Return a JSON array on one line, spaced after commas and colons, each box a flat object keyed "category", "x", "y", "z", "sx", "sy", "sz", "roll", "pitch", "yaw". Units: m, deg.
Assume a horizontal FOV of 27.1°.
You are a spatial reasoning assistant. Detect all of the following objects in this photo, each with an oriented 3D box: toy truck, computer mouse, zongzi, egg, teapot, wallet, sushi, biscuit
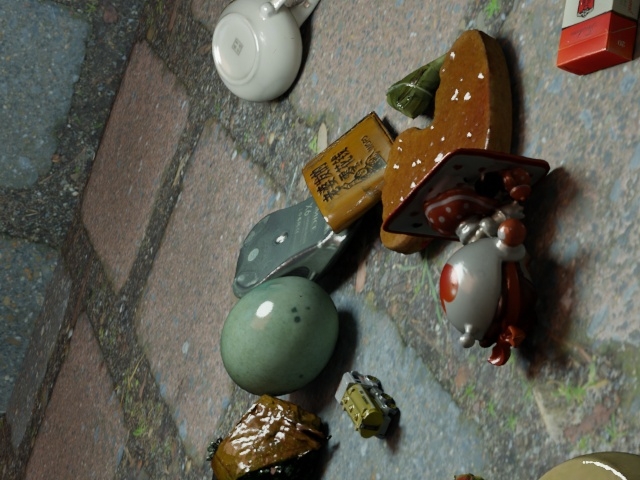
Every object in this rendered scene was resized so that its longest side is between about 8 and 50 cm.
[{"category": "toy truck", "x": 0.061, "y": 0.230, "z": 1.854, "sx": 0.052, "sy": 0.063, "sz": 0.123, "roll": -68, "pitch": 25, "yaw": 16}, {"category": "computer mouse", "x": 0.000, "y": 0.000, "z": 2.104, "sx": 0.379, "sy": 0.090, "sz": 0.167, "roll": -28, "pitch": 38, "yaw": 38}, {"category": "zongzi", "x": 0.147, "y": -0.240, "z": 1.974, "sx": 0.113, "sy": 0.052, "sz": 0.104, "roll": -58, "pitch": 20, "yaw": 6}, {"category": "egg", "x": -0.065, "y": 0.150, "z": 2.044, "sx": 0.236, "sy": 0.169, "sz": 0.169, "roll": -44, "pitch": 38, "yaw": 45}, {"category": "teapot", "x": -0.106, "y": -0.370, "z": 2.493, "sx": 0.298, "sy": 0.139, "sz": 0.204, "roll": -49, "pitch": 62, "yaw": 40}, {"category": "wallet", "x": 0.051, "y": -0.105, "z": 2.028, "sx": 0.161, "sy": 0.042, "sz": 0.195, "roll": -40, "pitch": 30, "yaw": 9}, {"category": "sushi", "x": -0.093, "y": 0.351, "z": 2.042, "sx": 0.287, "sy": 0.140, "sz": 0.149, "roll": -55, "pitch": -7, "yaw": 37}, {"category": "biscuit", "x": 0.174, "y": -0.133, "z": 1.836, "sx": 0.277, "sy": 0.052, "sz": 0.262, "roll": -43, "pitch": 39, "yaw": 45}]

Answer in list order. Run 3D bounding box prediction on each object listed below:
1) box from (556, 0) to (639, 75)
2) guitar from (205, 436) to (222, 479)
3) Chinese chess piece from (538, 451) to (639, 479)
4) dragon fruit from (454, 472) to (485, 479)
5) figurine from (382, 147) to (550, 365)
[{"category": "box", "x": 0.337, "y": -0.282, "z": 1.585, "sx": 0.100, "sy": 0.048, "sz": 0.152, "roll": 167, "pitch": 113, "yaw": -66}, {"category": "guitar", "x": -0.187, "y": 0.460, "z": 2.287, "sx": 0.084, "sy": 0.038, "sz": 0.271, "roll": -47, "pitch": 36, "yaw": 44}, {"category": "Chinese chess piece", "x": 0.279, "y": 0.336, "z": 1.273, "sx": 0.273, "sy": 0.102, "sz": 0.273, "roll": -40, "pitch": 43, "yaw": 51}, {"category": "dragon fruit", "x": 0.170, "y": 0.315, "z": 1.550, "sx": 0.116, "sy": 0.086, "sz": 0.081, "roll": -111, "pitch": 4, "yaw": -64}, {"category": "figurine", "x": 0.201, "y": 0.037, "z": 1.589, "sx": 0.183, "sy": 0.160, "sz": 0.226, "roll": -50, "pitch": 43, "yaw": 45}]
